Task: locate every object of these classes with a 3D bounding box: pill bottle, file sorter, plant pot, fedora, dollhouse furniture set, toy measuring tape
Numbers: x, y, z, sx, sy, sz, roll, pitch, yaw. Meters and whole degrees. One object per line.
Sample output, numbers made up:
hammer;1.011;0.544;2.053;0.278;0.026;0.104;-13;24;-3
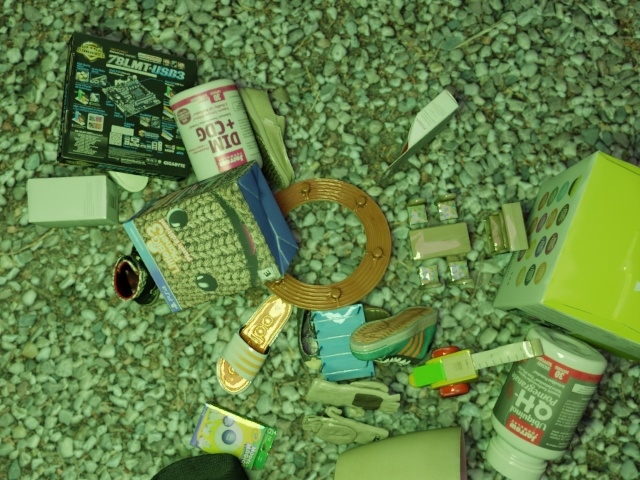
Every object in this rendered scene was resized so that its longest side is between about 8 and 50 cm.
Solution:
pill bottle;0.486;0.367;1.417;0.176;0.176;0.319;20;102;1
pill bottle;-0.228;-0.215;1.483;0.160;0.160;0.283;-20;99;-3
file sorter;0.048;0.243;1.442;0.118;0.104;0.171;-10;95;9
plant pot;0.176;0.532;1.399;0.273;0.256;0.257;-2;83;15
fedora;-0.271;0.564;1.388;0.333;0.334;0.153;-22;54;-4
dollhouse furniture set;0.333;-0.007;1.489;0.241;0.161;0.212;-9;84;-2
toy measuring tape;0.349;0.281;1.439;0.330;0.121;0.122;-23;83;30

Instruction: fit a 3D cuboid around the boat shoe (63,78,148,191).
boat shoe;-0.521;-0.256;1.548;0.116;0.099;0.320;-33;98;-40

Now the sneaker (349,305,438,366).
sneaker;0.172;0.233;1.413;0.108;0.302;0.121;6;101;39

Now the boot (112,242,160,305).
boot;-0.405;0.032;1.459;0.085;0.178;0.237;5;84;1

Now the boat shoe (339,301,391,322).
boat shoe;0.081;0.175;1.515;0.177;0.060;0.064;9;97;7

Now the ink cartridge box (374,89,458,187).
ink cartridge box;0.207;-0.233;1.500;0.232;0.189;0.066;-37;85;-4

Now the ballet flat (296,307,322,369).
ballet flat;-0.028;0.221;1.509;0.057;0.049;0.173;-10;87;-5

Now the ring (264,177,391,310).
ring;0.000;0.000;1.504;0.336;0.032;0.337;-1;68;2

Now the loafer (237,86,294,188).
loafer;-0.121;-0.255;1.540;0.092;0.102;0.269;-25;90;-23

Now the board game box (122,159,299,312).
board game box;-0.233;-0.006;1.398;0.290;0.141;0.232;-19;109;21

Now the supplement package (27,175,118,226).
supplement package;-0.580;-0.089;1.508;0.179;0.105;0.105;-3;84;-2

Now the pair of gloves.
pair of gloves;0.064;0.381;1.427;0.204;0.240;0.042;7;44;-2

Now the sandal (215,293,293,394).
sandal;-0.159;0.233;1.493;0.102;0.076;0.265;32;84;3

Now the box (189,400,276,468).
box;-0.201;0.455;1.483;0.179;0.043;0.105;21;84;0

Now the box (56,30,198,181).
box;-0.443;-0.305;1.492;0.295;0.073;0.294;6;81;-30

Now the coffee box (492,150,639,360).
coffee box;0.636;0.053;1.401;0.338;0.334;0.338;23;83;2
